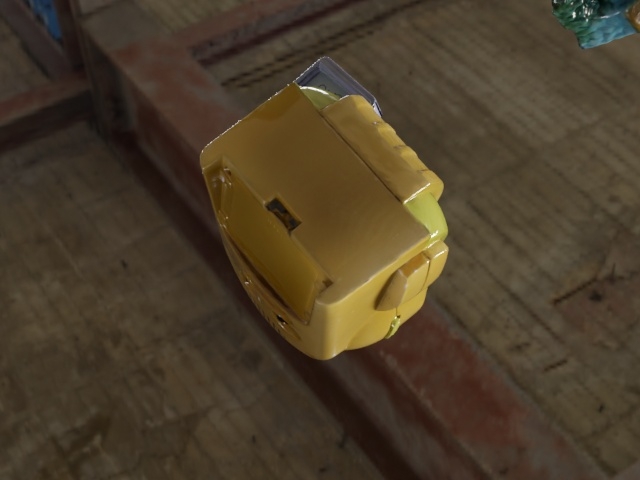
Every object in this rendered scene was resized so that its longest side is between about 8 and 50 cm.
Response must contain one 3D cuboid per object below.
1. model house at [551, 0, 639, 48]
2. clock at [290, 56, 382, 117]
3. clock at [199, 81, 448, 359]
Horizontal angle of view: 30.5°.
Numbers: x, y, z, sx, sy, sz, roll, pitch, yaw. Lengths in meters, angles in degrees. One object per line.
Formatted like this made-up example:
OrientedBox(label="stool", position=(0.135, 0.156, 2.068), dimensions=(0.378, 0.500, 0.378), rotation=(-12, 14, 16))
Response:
OrientedBox(label="model house", position=(0.442, -0.420, 1.605), dimensions=(0.241, 0.226, 0.261), rotation=(-8, -113, 28))
OrientedBox(label="clock", position=(-0.012, -0.193, 1.937), dimensions=(0.193, 0.073, 0.144), rotation=(-42, -118, -7))
OrientedBox(label="clock", position=(0.000, 0.000, 1.259), dimensions=(0.200, 0.317, 0.244), rotation=(-32, -107, -19))
